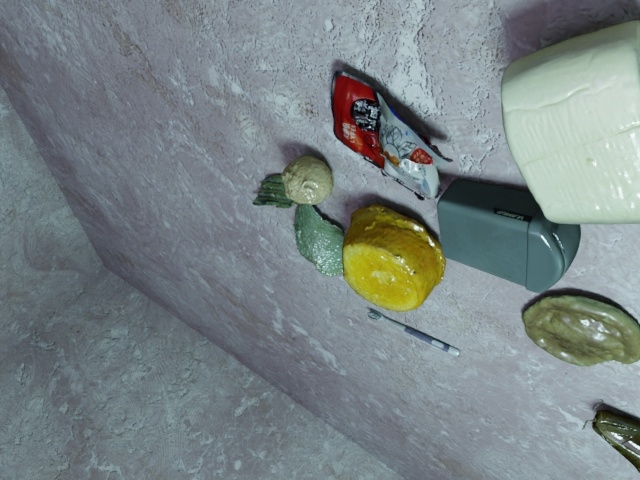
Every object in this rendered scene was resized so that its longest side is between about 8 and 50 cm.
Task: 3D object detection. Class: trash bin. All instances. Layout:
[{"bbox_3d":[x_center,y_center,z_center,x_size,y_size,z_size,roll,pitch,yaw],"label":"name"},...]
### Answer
[{"bbox_3d":[0.340,-0.010,0.927,0.236,0.101,0.177,21,147,35],"label":"trash bin"}]

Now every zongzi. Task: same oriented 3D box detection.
[{"bbox_3d":[0.713,0.420,1.110,0.187,0.084,0.184,40,137,9],"label":"zongzi"}]

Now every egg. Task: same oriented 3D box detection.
[{"bbox_3d":[-0.029,-0.134,1.157,0.118,0.116,0.140,51,174,-28],"label":"egg"}]

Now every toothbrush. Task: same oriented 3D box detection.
[{"bbox_3d":[0.260,0.261,1.449,0.287,0.026,0.024,23,105,26],"label":"toothbrush"}]

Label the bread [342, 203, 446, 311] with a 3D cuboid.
[{"bbox_3d":[0.161,0.046,1.157,0.268,0.146,0.269,25,147,18],"label":"bread"}]

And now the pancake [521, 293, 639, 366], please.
[{"bbox_3d":[0.525,0.190,1.037,0.236,0.042,0.222,-3,133,52],"label":"pancake"}]

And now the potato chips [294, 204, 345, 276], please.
[{"bbox_3d":[0.003,-0.003,1.350,0.228,0.059,0.167,45,131,-4],"label":"potato chips"}]

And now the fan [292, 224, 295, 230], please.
[{"bbox_3d":[0.018,0.030,1.433,0.240,0.009,0.131,31,151,15],"label":"fan"}]

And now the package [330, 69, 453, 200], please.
[{"bbox_3d":[0.128,-0.190,0.963,0.269,0.071,0.194,43,151,21],"label":"package"}]

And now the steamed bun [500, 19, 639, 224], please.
[{"bbox_3d":[0.362,-0.145,0.658,0.199,0.155,0.250,-7,120,48],"label":"steamed bun"}]

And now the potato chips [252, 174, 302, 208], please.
[{"bbox_3d":[-0.118,-0.130,1.338,0.207,0.028,0.092,7,110,47],"label":"potato chips"}]
